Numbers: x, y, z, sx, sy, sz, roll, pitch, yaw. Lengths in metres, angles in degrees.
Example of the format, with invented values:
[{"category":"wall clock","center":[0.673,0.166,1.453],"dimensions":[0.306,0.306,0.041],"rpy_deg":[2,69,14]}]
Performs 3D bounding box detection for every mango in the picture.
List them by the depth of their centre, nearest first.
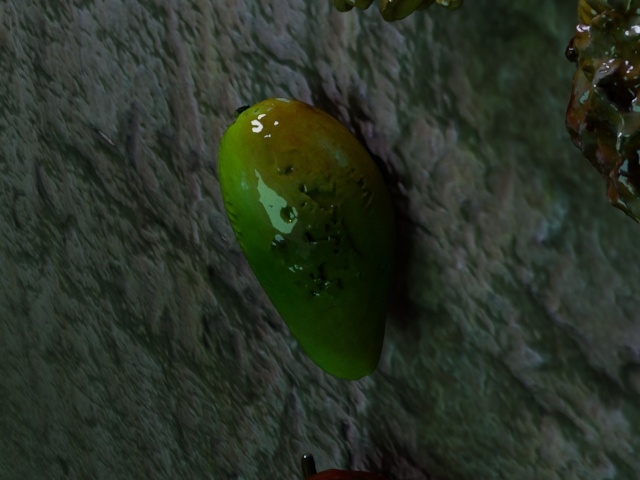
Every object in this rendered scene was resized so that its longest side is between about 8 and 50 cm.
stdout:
[{"category":"mango","center":[0.000,0.000,0.856],"dimensions":[0.125,0.111,0.232],"rpy_deg":[8,122,59]}]

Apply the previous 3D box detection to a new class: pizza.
[{"category":"pizza","center":[0.160,-0.040,0.532],"dimensions":[0.154,0.069,0.193],"rpy_deg":[61,-166,-75]}]

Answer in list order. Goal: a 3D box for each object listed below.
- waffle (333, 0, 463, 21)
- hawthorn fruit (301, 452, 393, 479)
[{"category":"waffle","center":[0.051,-0.274,0.598],"dimensions":[0.260,0.069,0.292],"rpy_deg":[-9,106,55]},{"category":"hawthorn fruit","center":[0.034,0.304,0.982],"dimensions":[0.224,0.224,0.260],"rpy_deg":[95,159,-44]}]
